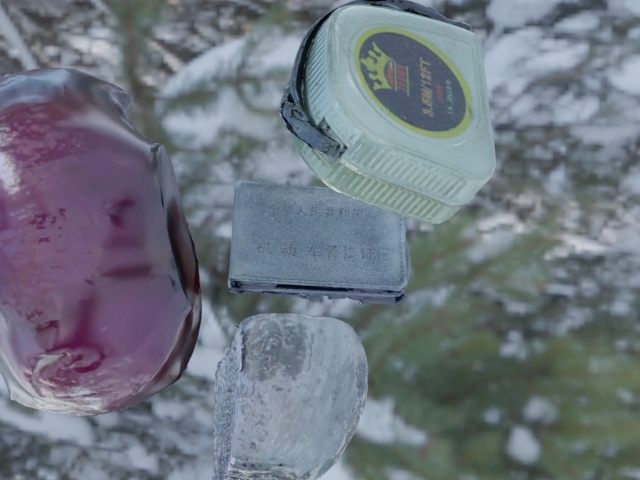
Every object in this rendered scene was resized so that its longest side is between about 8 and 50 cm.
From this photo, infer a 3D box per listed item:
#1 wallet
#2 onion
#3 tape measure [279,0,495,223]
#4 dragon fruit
[{"bbox_3d":[0.000,-0.002,1.656,0.036,0.222,0.167,101,173,-52],"label":"wallet"},{"bbox_3d":[-0.346,0.021,1.461,0.398,0.420,0.398,166,90,-78],"label":"onion"},{"bbox_3d":[0.058,-0.140,1.303,0.115,0.207,0.235,-51,30,44],"label":"tape measure"},{"bbox_3d":[-0.038,0.241,1.902,0.283,0.204,0.221,115,159,-61],"label":"dragon fruit"}]
